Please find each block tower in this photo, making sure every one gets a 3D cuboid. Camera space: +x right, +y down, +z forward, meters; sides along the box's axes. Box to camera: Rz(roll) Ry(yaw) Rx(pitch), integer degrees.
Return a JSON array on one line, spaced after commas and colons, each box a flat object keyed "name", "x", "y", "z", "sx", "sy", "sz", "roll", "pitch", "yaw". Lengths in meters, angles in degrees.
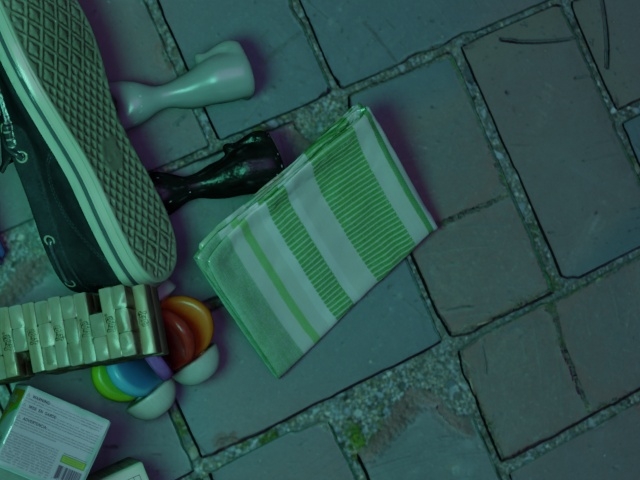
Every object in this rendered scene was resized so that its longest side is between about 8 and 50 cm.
[{"name": "block tower", "x": -0.369, "y": 0.128, "z": 1.786, "sx": 0.335, "sy": 0.091, "sz": 0.097, "roll": -12, "pitch": 81, "yaw": 8}]

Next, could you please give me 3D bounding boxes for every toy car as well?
[{"name": "toy car", "x": -0.219, "y": 0.142, "z": 1.874, "sx": 0.182, "sy": 0.136, "sz": 0.159, "roll": -37, "pitch": 97, "yaw": -16}]

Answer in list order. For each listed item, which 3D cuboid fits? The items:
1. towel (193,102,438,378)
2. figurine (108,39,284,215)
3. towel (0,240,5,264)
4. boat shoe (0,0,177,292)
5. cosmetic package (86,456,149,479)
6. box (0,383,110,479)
[{"name": "towel", "x": 0.000, "y": 0.000, "z": 1.959, "sx": 0.325, "sy": 0.038, "sz": 0.248, "roll": -43, "pitch": 122, "yaw": -17}, {"name": "figurine", "x": -0.179, "y": -0.145, "z": 1.940, "sx": 0.209, "sy": 0.092, "sz": 0.215, "roll": -18, "pitch": 90, "yaw": -13}, {"name": "towel", "x": -0.542, "y": -0.020, "z": 1.729, "sx": 0.243, "sy": 0.336, "sz": 0.040, "roll": -34, "pitch": 52, "yaw": -15}, {"name": "boat shoe", "x": -0.351, "y": -0.151, "z": 1.826, "sx": 0.500, "sy": 0.156, "sz": 0.187, "roll": 67, "pitch": 28, "yaw": -11}, {"name": "cosmetic package", "x": -0.349, "y": 0.414, "z": 1.827, "sx": 0.309, "sy": 0.113, "sz": 0.160, "roll": -22, "pitch": 92, "yaw": -17}, {"name": "box", "x": -0.348, "y": 0.250, "z": 1.792, "sx": 0.114, "sy": 0.203, "sz": 0.103, "roll": 25, "pitch": 79, "yaw": -12}]
